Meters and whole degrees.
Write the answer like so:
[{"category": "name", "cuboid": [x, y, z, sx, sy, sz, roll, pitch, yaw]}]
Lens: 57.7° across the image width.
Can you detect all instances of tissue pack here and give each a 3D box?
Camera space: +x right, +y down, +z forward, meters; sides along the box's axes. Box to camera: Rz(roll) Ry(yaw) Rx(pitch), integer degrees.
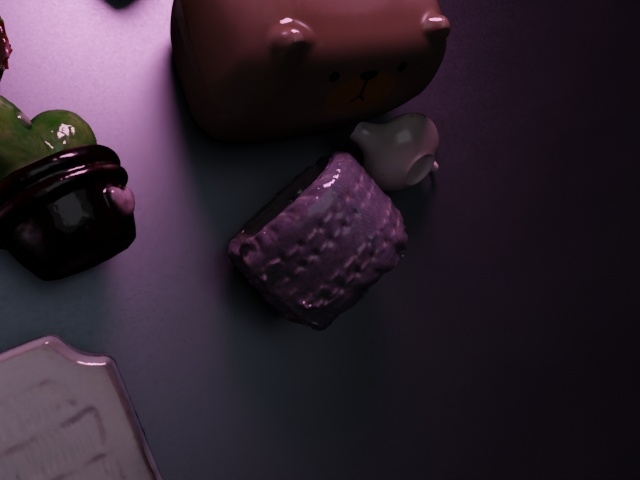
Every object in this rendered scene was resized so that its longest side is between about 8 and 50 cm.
[{"category": "tissue pack", "cuboid": [-0.009, -0.306, 0.860, 0.387, 0.277, 0.267, -15, 84, -30]}]

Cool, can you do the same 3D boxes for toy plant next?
[{"category": "toy plant", "cuboid": [-0.337, -0.075, 0.695, 0.235, 0.175, 0.218, 57, 21, 3]}]

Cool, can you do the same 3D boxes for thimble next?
[{"category": "thimble", "cuboid": [0.000, 0.000, 0.837, 0.172, 0.205, 0.236, 49, 62, -11]}]

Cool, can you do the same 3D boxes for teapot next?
[{"category": "teapot", "cuboid": [0.144, -0.143, 0.985, 0.226, 0.145, 0.092, 8, 36, -54]}]

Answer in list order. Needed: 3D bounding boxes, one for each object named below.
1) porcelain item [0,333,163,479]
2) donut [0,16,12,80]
[{"category": "porcelain item", "cuboid": [-0.336, 0.265, 0.637, 0.286, 0.157, 0.281, -24, 92, -28]}, {"category": "donut", "cuboid": [-0.502, -0.233, 0.696, 0.235, 0.089, 0.235, 6, 76, -26]}]
